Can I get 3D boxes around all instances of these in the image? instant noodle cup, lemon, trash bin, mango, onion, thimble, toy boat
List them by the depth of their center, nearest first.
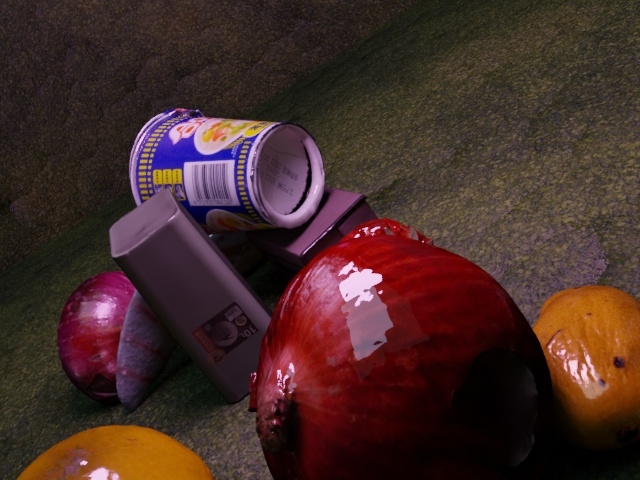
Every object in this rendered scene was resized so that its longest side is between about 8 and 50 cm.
[{"bbox_3d":[0.094,0.168,0.677,0.341,0.341,0.341,-26,26,14],"label":"onion"},{"bbox_3d":[0.312,0.127,0.736,0.157,0.109,0.262,-27,24,23],"label":"mango"},{"bbox_3d":[-0.253,0.372,0.763,0.297,0.297,0.297,-26,26,14],"label":"lemon"},{"bbox_3d":[-0.222,0.096,1.141,0.158,0.343,0.223,-38,26,-5],"label":"trash bin"},{"bbox_3d":[-0.169,-0.128,1.238,0.313,0.284,0.284,4,43,41],"label":"instant noodle cup"},{"bbox_3d":[-0.337,0.205,1.282,0.096,0.206,0.282,20,71,47],"label":"toy boat"},{"bbox_3d":[-0.458,0.197,1.374,0.273,0.230,0.256,-25,26,1],"label":"onion"},{"bbox_3d":[-0.254,-0.009,1.569,0.288,0.167,0.254,-35,26,-2],"label":"thimble"}]

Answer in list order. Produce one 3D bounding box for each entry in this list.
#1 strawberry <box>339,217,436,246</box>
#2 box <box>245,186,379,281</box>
[{"bbox_3d":[0.092,0.071,1.052,0.205,0.205,0.244,-43,5,-20],"label":"strawberry"},{"bbox_3d":[0.000,0.000,1.276,0.188,0.153,0.252,-45,28,-18],"label":"box"}]
